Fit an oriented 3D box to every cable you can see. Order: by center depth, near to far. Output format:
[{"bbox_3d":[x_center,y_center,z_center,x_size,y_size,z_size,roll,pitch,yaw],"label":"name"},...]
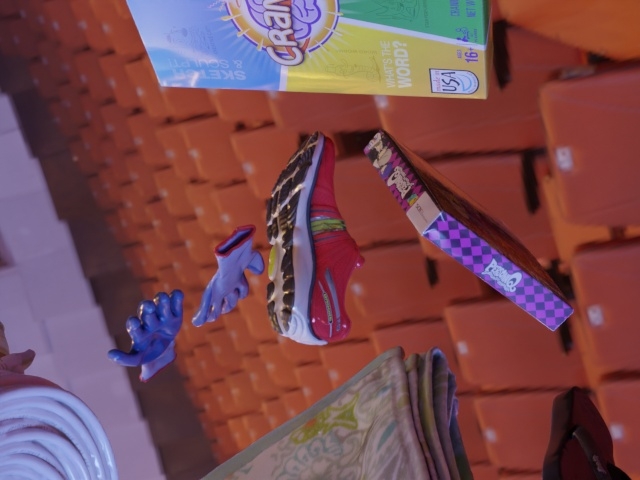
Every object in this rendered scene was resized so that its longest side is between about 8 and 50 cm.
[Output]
[{"bbox_3d":[-0.245,0.220,0.844,0.257,0.089,0.257,-12,-79,-63],"label":"cable"}]

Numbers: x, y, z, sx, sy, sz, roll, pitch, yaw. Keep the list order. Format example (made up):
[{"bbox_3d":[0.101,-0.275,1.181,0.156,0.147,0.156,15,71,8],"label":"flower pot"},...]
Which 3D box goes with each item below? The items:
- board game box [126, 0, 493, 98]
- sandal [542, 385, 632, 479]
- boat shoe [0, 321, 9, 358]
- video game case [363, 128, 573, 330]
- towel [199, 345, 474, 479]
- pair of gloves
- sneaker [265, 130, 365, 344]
[{"bbox_3d":[-0.013,-0.225,1.020,0.242,0.316,0.064,74,-156,-57],"label":"board game box"},{"bbox_3d":[0.243,0.202,1.047,0.097,0.054,0.254,51,-157,-16],"label":"sandal"},{"bbox_3d":[-0.330,0.129,1.108,0.056,0.153,0.048,13,-131,-26],"label":"boat shoe"},{"bbox_3d":[0.169,-0.014,1.370,0.232,0.042,0.210,34,-165,-32],"label":"video game case"},{"bbox_3d":[-0.019,0.284,1.033,0.090,0.374,0.320,43,-160,-22],"label":"towel"},{"bbox_3d":[-0.131,0.066,1.177,0.023,0.198,0.159,44,155,18],"label":"pair of gloves"},{"bbox_3d":[0.000,0.000,1.486,0.107,0.118,0.279,-32,49,56],"label":"sneaker"}]
